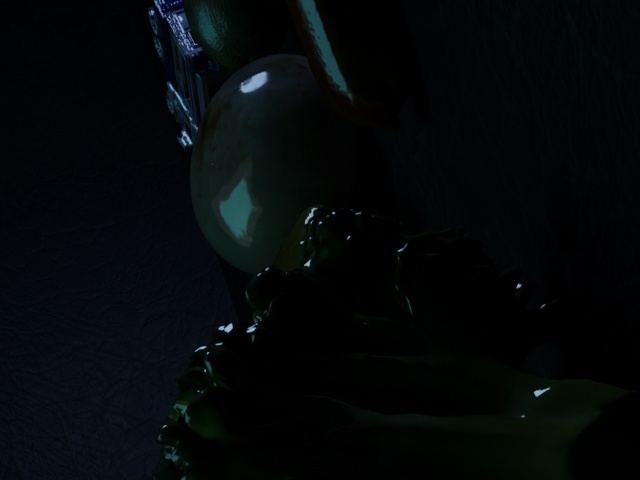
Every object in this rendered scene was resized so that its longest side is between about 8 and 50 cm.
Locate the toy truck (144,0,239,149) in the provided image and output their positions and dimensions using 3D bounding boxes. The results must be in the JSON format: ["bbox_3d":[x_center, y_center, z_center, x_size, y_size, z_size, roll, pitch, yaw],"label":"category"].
[{"bbox_3d":[-0.154,-0.231,2.147,0.268,0.124,0.155,87,159,-55],"label":"toy truck"}]

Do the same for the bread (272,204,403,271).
[{"bbox_3d":[0.000,0.065,1.407,0.196,0.102,0.138,125,156,-59],"label":"bread"}]

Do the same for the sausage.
[{"bbox_3d":[0.001,-0.224,1.210,0.089,0.083,0.300,-1,107,69],"label":"sausage"}]

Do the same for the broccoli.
[{"bbox_3d":[0.056,0.155,0.902,0.334,0.324,0.272,63,164,-11],"label":"broccoli"}]

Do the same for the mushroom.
[{"bbox_3d":[-0.034,-0.074,1.527,0.226,0.178,0.226,-7,82,55],"label":"mushroom"}]

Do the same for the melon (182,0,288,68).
[{"bbox_3d":[-0.093,-0.261,1.688,0.114,0.114,0.167,96,155,-71],"label":"melon"}]
